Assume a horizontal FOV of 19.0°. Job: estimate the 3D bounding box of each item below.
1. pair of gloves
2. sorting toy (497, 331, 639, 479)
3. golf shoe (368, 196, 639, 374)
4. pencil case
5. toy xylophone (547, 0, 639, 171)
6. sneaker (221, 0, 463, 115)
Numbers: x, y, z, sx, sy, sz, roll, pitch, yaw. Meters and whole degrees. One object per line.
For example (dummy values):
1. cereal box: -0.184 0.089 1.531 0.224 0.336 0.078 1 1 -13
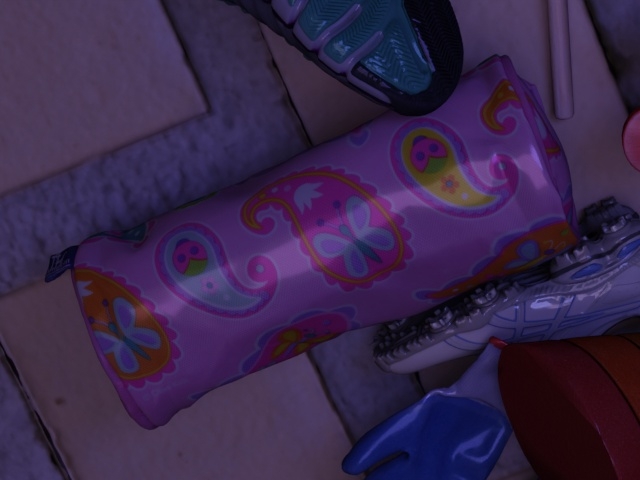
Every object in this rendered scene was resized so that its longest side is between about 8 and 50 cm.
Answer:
1. pair of gloves: 0.113 0.143 1.113 0.198 0.023 0.159 30 113 -27
2. sorting toy: 0.211 0.181 1.091 0.126 0.127 0.365 -29 123 -15
3. golf shoe: 0.118 0.050 1.093 0.176 0.069 0.086 -24 110 11
4. pencil case: 0.000 0.000 1.057 0.284 0.124 0.124 -23 105 10
5. toy xylophone: 0.231 -0.152 1.015 0.236 0.081 0.323 -10 106 6
6. sneaker: -0.019 -0.144 1.020 0.223 0.098 0.083 45 66 2
